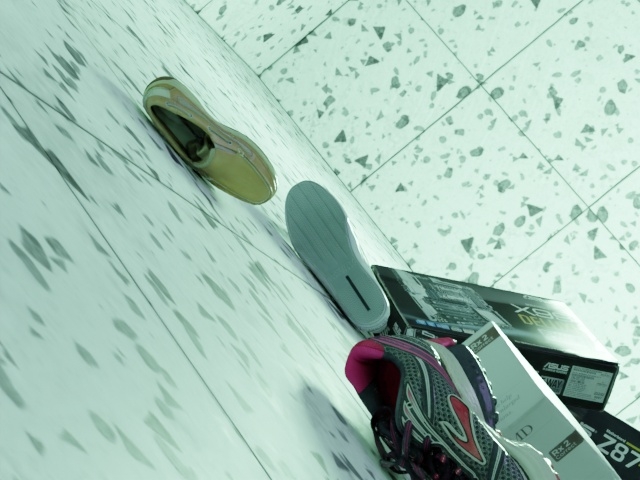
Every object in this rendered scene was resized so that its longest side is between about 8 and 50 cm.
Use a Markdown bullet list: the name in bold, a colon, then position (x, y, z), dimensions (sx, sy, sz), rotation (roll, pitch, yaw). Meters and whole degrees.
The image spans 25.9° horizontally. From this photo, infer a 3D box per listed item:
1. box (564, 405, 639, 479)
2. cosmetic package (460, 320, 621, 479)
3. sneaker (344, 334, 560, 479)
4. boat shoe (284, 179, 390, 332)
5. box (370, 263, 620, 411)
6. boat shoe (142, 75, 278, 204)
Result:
- **box**: position (0.467, 0.379, 2.057), dimensions (0.318, 0.097, 0.395), rotation (30, -14, 22)
- **cosmetic package**: position (0.200, 0.221, 1.510), dimensions (0.183, 0.151, 0.151), rotation (46, 7, -34)
- **sneaker**: position (0.112, 0.200, 1.226), dimensions (0.112, 0.121, 0.299), rotation (11, 29, -32)
- **boat shoe**: position (0.019, 0.029, 1.833), dimensions (0.076, 0.083, 0.226), rotation (71, -6, -69)
- **box**: position (0.227, 0.132, 1.931), dimensions (0.308, 0.076, 0.242), rotation (11, 17, -13)
- **boat shoe**: position (-0.124, -0.096, 1.531), dimensions (0.190, 0.068, 0.072), rotation (38, 21, -20)
